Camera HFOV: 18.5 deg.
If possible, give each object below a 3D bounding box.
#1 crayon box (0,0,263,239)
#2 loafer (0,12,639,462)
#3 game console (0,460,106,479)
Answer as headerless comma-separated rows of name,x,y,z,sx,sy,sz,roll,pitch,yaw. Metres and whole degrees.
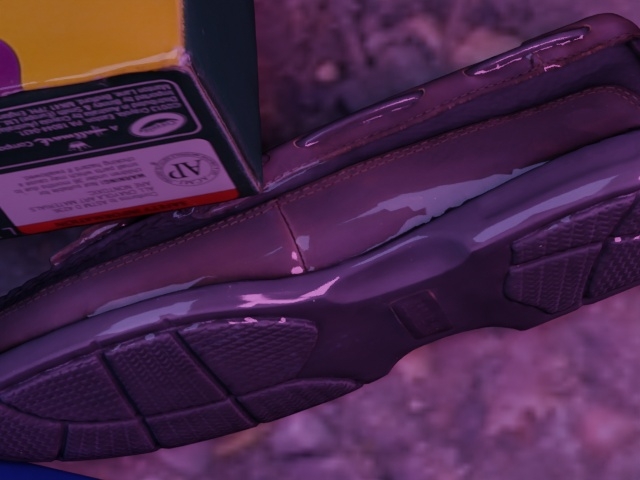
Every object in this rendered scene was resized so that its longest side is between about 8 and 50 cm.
crayon box,-0.212,-0.145,0.763,0.363,0.106,0.313,-9,62,11
loafer,0.000,0.000,0.746,0.302,0.109,0.095,-18,59,4
game console,-0.207,0.145,0.654,0.293,0.173,0.250,13,63,-1
